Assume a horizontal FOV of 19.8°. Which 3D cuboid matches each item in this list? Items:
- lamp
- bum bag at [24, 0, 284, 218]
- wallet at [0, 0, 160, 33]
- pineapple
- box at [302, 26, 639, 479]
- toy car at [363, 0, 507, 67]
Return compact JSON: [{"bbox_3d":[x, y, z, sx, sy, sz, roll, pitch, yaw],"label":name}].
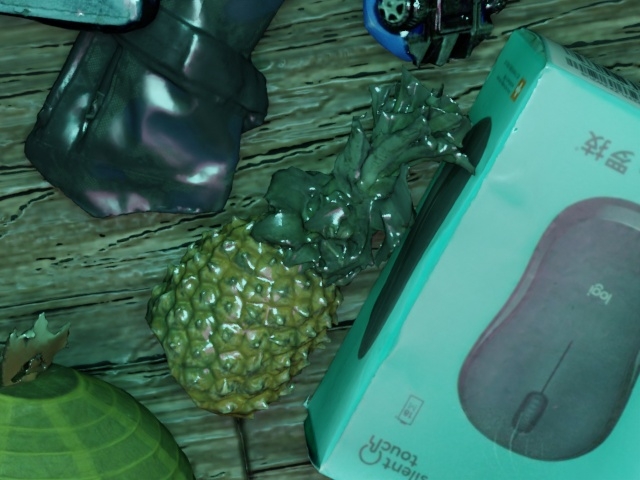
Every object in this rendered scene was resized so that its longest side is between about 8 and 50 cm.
[{"bbox_3d":[-0.189,0.171,1.134,0.250,0.250,0.284,4,112,-4],"label":"lamp"},{"bbox_3d":[-0.077,-0.153,1.133,0.137,0.074,0.310,23,104,0],"label":"bum bag"},{"bbox_3d":[-0.175,-0.315,1.063,0.191,0.046,0.379,9,104,14],"label":"wallet"},{"bbox_3d":[0.000,0.000,1.146,0.125,0.125,0.251,40,107,-13],"label":"pineapple"},{"bbox_3d":[0.147,0.047,1.180,0.205,0.118,0.311,27,104,-8],"label":"box"},{"bbox_3d":[0.066,-0.214,1.114,0.063,0.103,0.216,12,109,40],"label":"toy car"}]
